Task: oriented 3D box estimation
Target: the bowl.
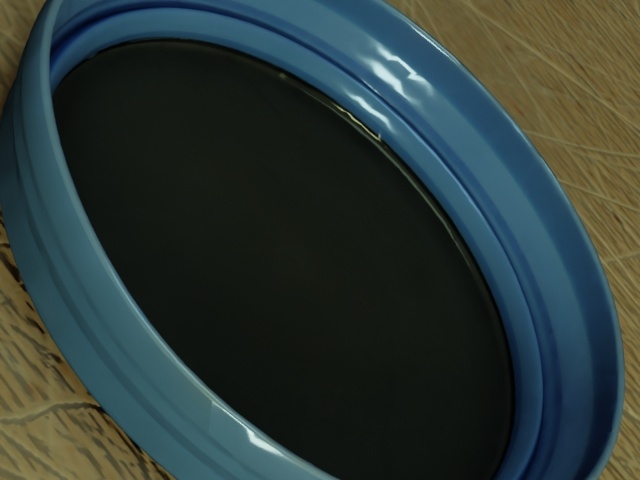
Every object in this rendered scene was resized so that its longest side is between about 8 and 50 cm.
[{"bbox_3d":[0.000,0.000,0.953,0.391,0.077,0.391,26,40,-25],"label":"bowl"}]
